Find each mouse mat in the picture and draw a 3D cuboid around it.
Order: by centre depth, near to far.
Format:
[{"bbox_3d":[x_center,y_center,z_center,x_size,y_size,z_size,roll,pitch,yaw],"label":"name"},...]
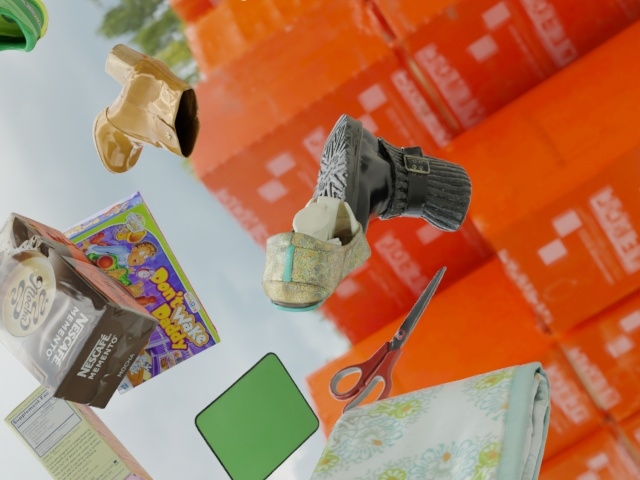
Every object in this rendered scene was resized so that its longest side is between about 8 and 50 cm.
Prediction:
[{"bbox_3d":[-0.096,0.283,1.934,0.007,0.189,0.153,-18,107,54],"label":"mouse mat"}]

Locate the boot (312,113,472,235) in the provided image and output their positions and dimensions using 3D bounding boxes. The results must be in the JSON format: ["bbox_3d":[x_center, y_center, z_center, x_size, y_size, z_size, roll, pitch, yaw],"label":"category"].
[{"bbox_3d":[0.127,-0.061,2.126,0.260,0.131,0.348,26,-139,-14],"label":"boot"}]

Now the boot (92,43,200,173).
[{"bbox_3d":[-0.310,-0.195,2.263,0.211,0.104,0.295,38,138,29],"label":"boot"}]

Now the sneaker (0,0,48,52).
[{"bbox_3d":[-0.586,-0.361,1.988,0.123,0.295,0.109,-98,16,-48],"label":"sneaker"}]

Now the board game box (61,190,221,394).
[{"bbox_3d":[-0.382,0.107,2.494,0.347,0.233,0.078,63,176,-25],"label":"board game box"}]

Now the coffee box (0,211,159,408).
[{"bbox_3d":[-0.409,0.106,1.932,0.297,0.168,0.119,35,-175,37],"label":"coffee box"}]

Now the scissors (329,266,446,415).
[{"bbox_3d":[0.131,0.176,2.046,0.109,0.297,0.021,45,180,43],"label":"scissors"}]

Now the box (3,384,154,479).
[{"bbox_3d":[-0.446,0.399,2.337,0.243,0.117,0.213,46,172,16],"label":"box"}]

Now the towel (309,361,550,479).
[{"bbox_3d":[0.134,0.305,1.664,0.090,0.320,0.374,67,-155,-19],"label":"towel"}]

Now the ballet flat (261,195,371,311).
[{"bbox_3d":[0.000,0.000,1.663,0.123,0.123,0.348,57,-164,-4],"label":"ballet flat"}]
